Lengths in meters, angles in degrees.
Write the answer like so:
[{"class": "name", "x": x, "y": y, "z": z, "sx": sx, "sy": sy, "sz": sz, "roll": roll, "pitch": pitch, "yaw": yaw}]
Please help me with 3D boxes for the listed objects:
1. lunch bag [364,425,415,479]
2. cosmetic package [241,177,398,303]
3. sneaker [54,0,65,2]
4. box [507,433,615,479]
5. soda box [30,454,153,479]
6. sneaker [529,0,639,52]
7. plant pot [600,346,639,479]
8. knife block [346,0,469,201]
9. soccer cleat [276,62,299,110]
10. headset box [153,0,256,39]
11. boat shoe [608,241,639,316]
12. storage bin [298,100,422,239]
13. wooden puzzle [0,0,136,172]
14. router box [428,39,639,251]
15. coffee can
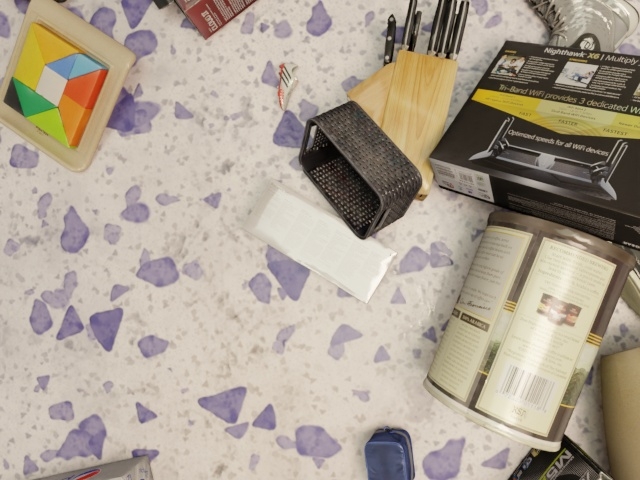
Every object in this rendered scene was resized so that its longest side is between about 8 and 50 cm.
[{"class": "lunch bag", "x": 0.111, "y": 0.347, "z": 0.807, "sx": 0.067, "sy": 0.065, "sz": 0.099, "roll": -6, "pitch": 88, "yaw": 22}, {"class": "cosmetic package", "x": 0.000, "y": 0.000, "z": 0.834, "sx": 0.239, "sy": 0.060, "sz": 0.099, "roll": 32, "pitch": 93, "yaw": 6}, {"class": "sneaker", "x": -0.523, "y": -0.565, "z": 0.901, "sx": 0.144, "sy": 0.090, "sz": 0.270, "roll": 5, "pitch": 91, "yaw": 4}, {"class": "box", "x": 0.319, "y": 0.377, "z": 0.721, "sx": 0.045, "sy": 0.184, "sz": 0.191, "roll": 37, "pitch": 93, "yaw": 8}, {"class": "soda box", "x": -0.430, "y": 0.448, "z": 0.848, "sx": 0.286, "sy": 0.098, "sz": 0.091, "roll": -14, "pitch": 86, "yaw": 5}, {"class": "sneaker", "x": 0.368, "y": -0.351, "z": 0.795, "sx": 0.228, "sy": 0.086, "sz": 0.132, "roll": 35, "pitch": 94, "yaw": 6}, {"class": "plant pot", "x": 0.504, "y": 0.278, "z": 0.693, "sx": 0.256, "sy": 0.256, "sz": 0.274, "roll": -17, "pitch": 70, "yaw": 6}, {"class": "knife block", "x": 0.176, "y": -0.236, "z": 0.809, "sx": 0.242, "sy": 0.088, "sz": 0.276, "roll": -32, "pitch": 84, "yaw": 5}, {"class": "soccer cleat", "x": -0.055, "y": -0.264, "z": 0.867, "sx": 0.035, "sy": 0.029, "sz": 0.083, "roll": 2, "pitch": 83, "yaw": 11}, {"class": "headset box", "x": -0.178, "y": -0.508, "z": 0.848, "sx": 0.293, "sy": 0.110, "sz": 0.218, "roll": -37, "pitch": 84, "yaw": 3}, {"class": "boat shoe", "x": 0.474, "y": 0.025, "z": 0.768, "sx": 0.079, "sy": 0.084, "sz": 0.233, "roll": -28, "pitch": 82, "yaw": 5}, {"class": "storage bin", "x": 0.056, "y": -0.108, "z": 0.777, "sx": 0.084, "sy": 0.122, "sz": 0.180, "roll": -31, "pitch": 71, "yaw": -26}, {"class": "wooden puzzle", "x": -0.462, "y": -0.274, "z": 0.888, "sx": 0.221, "sy": 0.044, "sz": 0.239, "roll": 34, "pitch": 103, "yaw": 7}, {"class": "router box", "x": 0.346, "y": -0.145, "z": 0.695, "sx": 0.308, "sy": 0.081, "sz": 0.243, "roll": 25, "pitch": 74, "yaw": 36}, {"class": "coffee can", "x": 0.290, "y": 0.121, "z": 0.726, "sx": 0.201, "sy": 0.201, "sz": 0.275, "roll": 22, "pitch": 91, "yaw": 7}]
